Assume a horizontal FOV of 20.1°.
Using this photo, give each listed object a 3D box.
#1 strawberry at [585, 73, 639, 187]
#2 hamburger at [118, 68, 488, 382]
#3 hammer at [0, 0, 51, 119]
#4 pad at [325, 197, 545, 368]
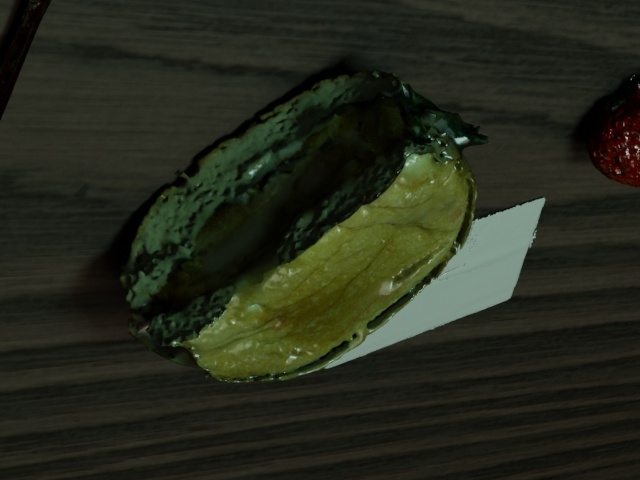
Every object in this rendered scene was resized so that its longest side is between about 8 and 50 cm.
[{"bbox_3d":[0.298,-0.090,1.652,0.106,0.106,0.106,-25,146,-18],"label":"strawberry"},{"bbox_3d":[0.000,0.000,1.438,0.309,0.132,0.211,-40,149,4],"label":"hamburger"},{"bbox_3d":[-0.198,-0.135,1.181,0.065,0.021,0.178,-5,139,-40],"label":"hammer"},{"bbox_3d":[0.110,0.041,1.721,0.232,0.004,0.156,-19,143,-28],"label":"pad"}]
